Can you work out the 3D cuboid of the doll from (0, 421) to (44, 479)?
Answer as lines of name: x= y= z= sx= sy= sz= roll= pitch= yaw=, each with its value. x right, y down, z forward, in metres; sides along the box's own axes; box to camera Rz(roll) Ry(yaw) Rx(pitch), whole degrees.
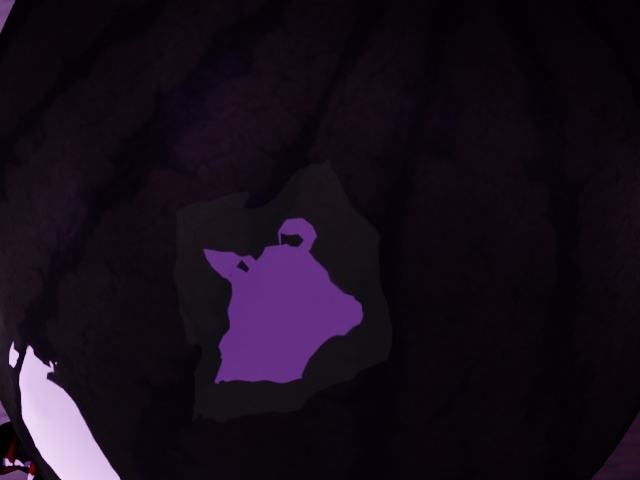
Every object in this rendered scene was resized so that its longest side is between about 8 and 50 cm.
doll: x=-0.104 y=0.159 z=0.954 sx=0.248 sy=0.088 sz=0.127 roll=-1 pitch=156 yaw=36

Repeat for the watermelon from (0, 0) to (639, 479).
watermelon: x=0.000 y=0.000 z=0.585 sx=0.279 sy=0.279 sz=0.359 roll=16 pitch=139 yaw=6
